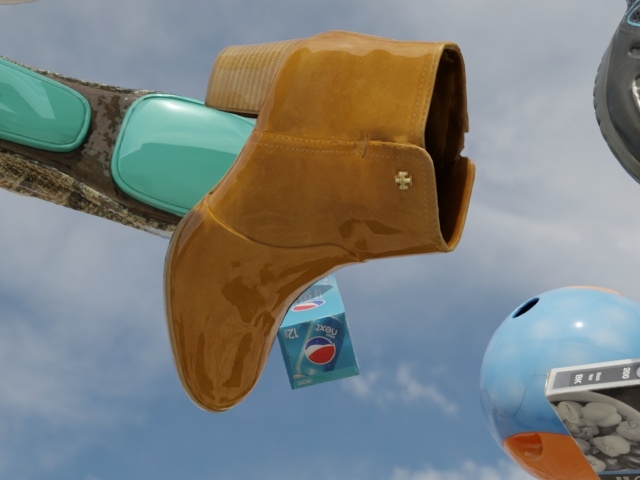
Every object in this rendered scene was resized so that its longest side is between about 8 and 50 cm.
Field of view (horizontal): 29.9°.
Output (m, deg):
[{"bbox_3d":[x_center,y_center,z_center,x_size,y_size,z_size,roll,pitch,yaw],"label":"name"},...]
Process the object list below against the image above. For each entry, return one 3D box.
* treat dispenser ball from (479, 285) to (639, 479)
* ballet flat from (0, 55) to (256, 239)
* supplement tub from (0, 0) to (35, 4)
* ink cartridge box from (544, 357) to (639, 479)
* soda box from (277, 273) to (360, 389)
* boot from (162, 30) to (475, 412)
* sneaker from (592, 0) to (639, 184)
[{"bbox_3d":[0.368,0.206,1.681,0.288,0.288,0.288,-3,-47,-4],"label":"treat dispenser ball"},{"bbox_3d":[-0.238,-0.088,1.300,0.483,0.164,0.182,16,-28,-5],"label":"ballet flat"},{"bbox_3d":[-0.244,-0.335,0.814,0.235,0.325,0.235,-16,-44,-16],"label":"supplement tub"},{"bbox_3d":[0.353,0.186,1.157,0.208,0.045,0.206,-13,-51,32],"label":"ink cartridge box"},{"bbox_3d":[-0.007,0.091,1.255,0.071,0.210,0.067,-14,-82,0],"label":"soda box"},{"bbox_3d":[0.001,-0.001,0.848,0.104,0.211,0.295,-1,-80,-52],"label":"boot"},{"bbox_3d":[0.302,-0.179,0.968,0.125,0.340,0.139,12,-34,-9],"label":"sneaker"}]
